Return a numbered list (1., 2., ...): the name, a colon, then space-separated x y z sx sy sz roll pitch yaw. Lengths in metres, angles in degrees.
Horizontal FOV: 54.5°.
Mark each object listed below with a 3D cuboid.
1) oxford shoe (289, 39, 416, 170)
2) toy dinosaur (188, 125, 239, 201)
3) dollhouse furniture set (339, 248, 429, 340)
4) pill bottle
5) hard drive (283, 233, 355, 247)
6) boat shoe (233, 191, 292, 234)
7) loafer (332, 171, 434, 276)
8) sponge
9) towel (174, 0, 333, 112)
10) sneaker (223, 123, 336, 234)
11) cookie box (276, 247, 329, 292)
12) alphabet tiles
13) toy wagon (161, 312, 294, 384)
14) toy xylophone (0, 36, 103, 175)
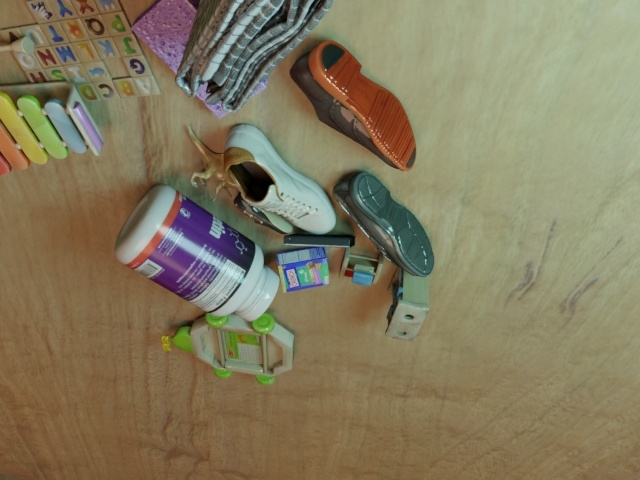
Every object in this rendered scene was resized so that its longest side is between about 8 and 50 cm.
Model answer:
1. oxford shoe: 0.061 -0.215 1.042 0.098 0.097 0.271 -10 133 49
2. toy dinosaur: -0.207 -0.138 1.205 0.092 0.053 0.183 -38 108 20
3. dollhouse furniture set: 0.128 0.116 1.338 0.183 0.129 0.129 11 138 -2
4. pill bottle: -0.248 0.038 1.293 0.323 0.182 0.181 35 132 -25
5. hard drive: 0.000 0.000 1.277 0.135 0.094 0.022 2 93 10
6. boat shoe: -0.116 -0.055 1.264 0.133 0.049 0.042 37 128 -16
7. loafer: 0.127 -0.029 1.229 0.084 0.096 0.267 -9 131 48
8. sponge: -0.196 -0.307 1.022 0.117 0.031 0.210 -24 128 32
9. towel: -0.072 -0.329 0.827 0.121 0.235 0.283 25 136 -24
10. sneaker: -0.082 -0.080 1.178 0.106 0.123 0.290 -27 127 32
11. cookie box: -0.038 0.064 1.361 0.107 0.040 0.092 -10 136 -2
12. alphabet tiles: -0.419 -0.323 1.066 0.237 0.009 0.198 -3 136 14
13. toy wagon: -0.241 0.269 1.625 0.344 0.068 0.267 8 137 4
14. toy xylophone: -0.558 -0.236 1.125 0.322 0.081 0.236 -6 137 21
